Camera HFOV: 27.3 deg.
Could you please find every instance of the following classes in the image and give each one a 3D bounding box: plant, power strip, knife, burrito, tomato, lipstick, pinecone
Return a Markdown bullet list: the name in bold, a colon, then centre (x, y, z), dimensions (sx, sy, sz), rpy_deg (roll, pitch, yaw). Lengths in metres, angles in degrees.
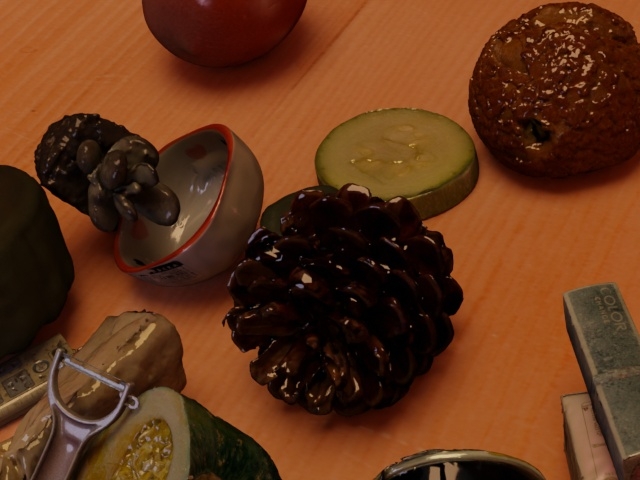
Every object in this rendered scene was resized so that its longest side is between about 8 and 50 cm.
- **plant**: centre (-0.309, -0.096, 1.876), dimensions (0.274, 0.146, 0.149), rpy_deg (25, 93, 53)
- **power strip**: centre (-0.418, 0.201, 1.805), dimensions (0.268, 0.034, 0.092), rpy_deg (-28, 43, -17)
- **knife**: centre (-0.303, 0.274, 1.509), dimensions (0.123, 0.053, 0.278), rpy_deg (22, 85, 25)
- **burrito**: centre (-0.315, 0.238, 1.655), dimensions (0.332, 0.135, 0.190), rpy_deg (-45, 20, -27)
- **tomato**: centre (-0.172, -0.449, 2.270), dimensions (0.321, 0.321, 0.321), rpy_deg (-7, 42, 6)
- **lipstick**: centre (0.334, 0.157, 1.463), dimensions (0.077, 0.076, 0.290), rpy_deg (-13, 36, 4)
- **pinecone**: centre (0.024, 0.078, 1.675), dimensions (0.298, 0.242, 0.296), rpy_deg (25, 52, 8)

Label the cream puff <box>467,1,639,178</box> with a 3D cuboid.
- **cream puff**: centre (0.362, -0.242, 1.983), dimensions (0.303, 0.212, 0.303), rpy_deg (-9, 37, 6)

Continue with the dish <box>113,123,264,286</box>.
- **dish**: centre (-0.176, -0.035, 1.911), dimensions (0.256, 0.117, 0.256), rpy_deg (-30, 42, 31)

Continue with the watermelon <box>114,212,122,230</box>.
- **watermelon**: centre (-0.320, -0.073, 2.048), dimensions (0.075, 0.092, 0.181), rpy_deg (-12, 52, 15)

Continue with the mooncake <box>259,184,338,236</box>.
- **mooncake**: centre (0.000, 0.000, 1.880), dimensions (0.168, 0.104, 0.175), rpy_deg (0, 40, 18)

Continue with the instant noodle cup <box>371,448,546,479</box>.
- **instant noodle cup**: centre (0.151, 0.366, 1.376), dimensions (0.215, 0.215, 0.236), rpy_deg (-8, 49, 5)

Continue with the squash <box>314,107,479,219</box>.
- **squash**: centre (0.116, -0.122, 2.028), dimensions (0.252, 0.049, 0.252), rpy_deg (-7, 41, 6)

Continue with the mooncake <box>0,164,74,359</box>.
- **mooncake**: centre (-0.531, 0.050, 1.867), dimensions (0.356, 0.194, 0.356), rpy_deg (-9, 33, 6)

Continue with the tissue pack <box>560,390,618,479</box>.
- **tissue pack**: centre (0.396, 0.259, 1.481), dimensions (0.225, 0.124, 0.185), rpy_deg (-8, 41, 5)

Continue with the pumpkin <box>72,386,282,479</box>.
- **pumpkin**: centre (-0.154, 0.332, 1.469), dimensions (0.263, 0.197, 0.293), rpy_deg (-30, 38, 37)
